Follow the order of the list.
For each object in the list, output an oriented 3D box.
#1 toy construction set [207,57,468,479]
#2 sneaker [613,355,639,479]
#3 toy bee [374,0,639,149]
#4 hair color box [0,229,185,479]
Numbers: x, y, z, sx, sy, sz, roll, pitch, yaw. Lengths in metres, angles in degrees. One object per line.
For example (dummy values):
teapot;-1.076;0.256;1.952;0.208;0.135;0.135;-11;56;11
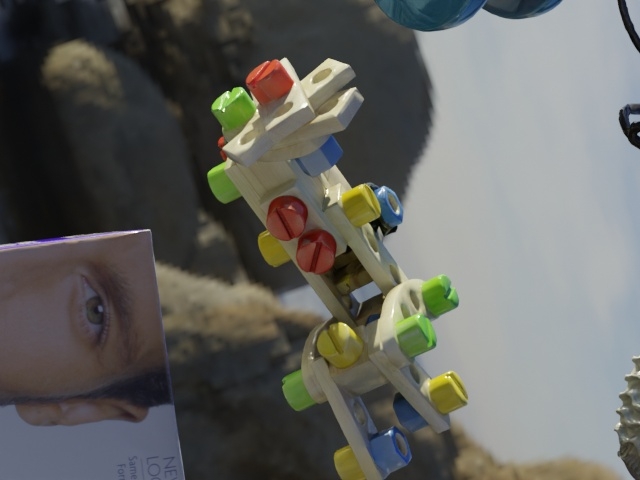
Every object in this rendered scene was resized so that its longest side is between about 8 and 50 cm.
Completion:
toy construction set;0.000;0.000;1.453;0.215;0.151;0.328;-80;153;-57
sneaker;0.317;0.059;1.252;0.146;0.293;0.102;41;-5;-37
toy bee;0.099;-0.175;0.934;0.195;0.298;0.162;-43;152;-63
hair color box;-0.269;0.103;1.257;0.110;0.339;0.185;174;-92;-72
